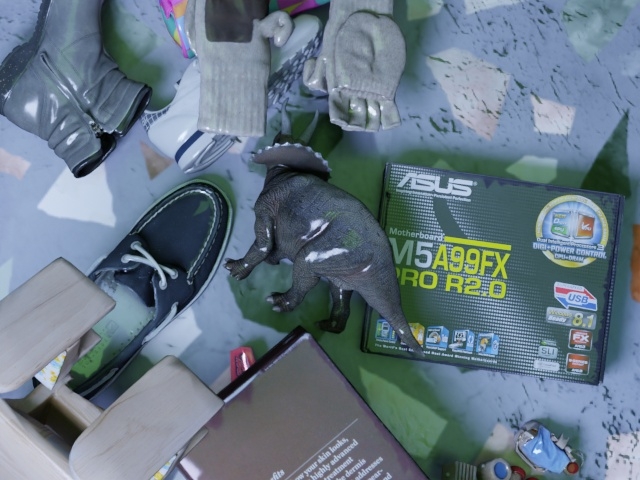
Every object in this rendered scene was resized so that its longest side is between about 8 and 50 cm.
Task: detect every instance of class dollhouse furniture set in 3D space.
[{"bbox_3d":[-0.219,0.296,1.031,0.394,0.362,0.256,40,50,7],"label":"dollhouse furniture set"}]

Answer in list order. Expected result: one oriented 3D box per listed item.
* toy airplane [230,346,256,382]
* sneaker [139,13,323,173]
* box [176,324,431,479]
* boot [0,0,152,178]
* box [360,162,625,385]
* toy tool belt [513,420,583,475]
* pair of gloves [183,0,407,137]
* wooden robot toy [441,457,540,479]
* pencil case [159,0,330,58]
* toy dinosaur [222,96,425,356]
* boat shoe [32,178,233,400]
[{"bbox_3d":[-0.101,0.198,1.263,0.151,0.028,0.151,0,88,-1],"label":"toy airplane"},{"bbox_3d":[-0.098,-0.184,1.272,0.235,0.090,0.095,-42,77,-5],"label":"sneaker"},{"bbox_3d":[0.030,0.295,1.187,0.191,0.143,0.381,-39,94,-3],"label":"box"},{"bbox_3d":[-0.248,-0.202,1.263,0.161,0.083,0.246,34,94,10],"label":"boot"},{"bbox_3d":[0.190,0.038,1.265,0.270,0.060,0.216,9,85,0],"label":"box"},{"bbox_3d":[0.256,0.236,1.253,0.083,0.051,0.052,36,86,2],"label":"toy tool belt"},{"bbox_3d":[-0.026,-0.211,1.206,0.240,0.042,0.204,-4,85,-16],"label":"pair of gloves"},{"bbox_3d":[0.220,0.277,1.220,0.173,0.079,0.076,34,58,-12],"label":"wooden robot toy"},{"bbox_3d":[-0.068,-0.292,1.273,0.236,0.104,0.104,-25,86,-2],"label":"pencil case"},{"bbox_3d":[0.000,0.000,1.201,0.313,0.121,0.160,48,119,28],"label":"toy dinosaur"},{"bbox_3d":[-0.203,0.058,1.242,0.114,0.091,0.302,33,85,2],"label":"boat shoe"}]
